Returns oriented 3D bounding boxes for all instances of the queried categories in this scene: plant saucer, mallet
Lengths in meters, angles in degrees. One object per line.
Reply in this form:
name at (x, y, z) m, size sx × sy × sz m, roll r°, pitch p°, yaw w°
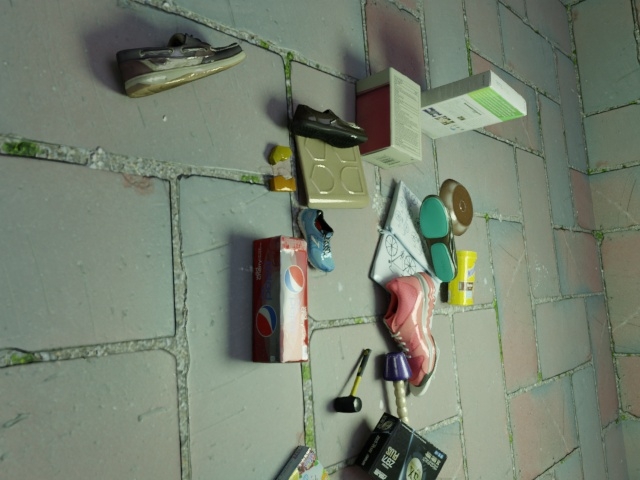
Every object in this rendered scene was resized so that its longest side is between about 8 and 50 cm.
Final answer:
plant saucer at (0.471, -0.115, 1.843) m, size 0.198 × 0.036 × 0.199 m, roll 11°, pitch 75°, yaw -46°
mallet at (0.084, 0.346, 1.341) m, size 0.039 × 0.062 × 0.190 m, roll 56°, pitch 32°, yaw -25°

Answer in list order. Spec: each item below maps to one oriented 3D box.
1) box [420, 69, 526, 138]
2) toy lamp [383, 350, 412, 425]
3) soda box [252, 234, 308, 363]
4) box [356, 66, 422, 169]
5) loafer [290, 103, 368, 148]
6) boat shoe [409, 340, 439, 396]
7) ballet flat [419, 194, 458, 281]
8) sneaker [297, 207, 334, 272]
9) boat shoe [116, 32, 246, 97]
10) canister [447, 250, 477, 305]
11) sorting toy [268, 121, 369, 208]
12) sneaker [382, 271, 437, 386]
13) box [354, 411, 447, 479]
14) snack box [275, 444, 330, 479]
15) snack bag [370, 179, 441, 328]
box at (0.415, -0.397, 1.626) m, size 0.232 × 0.322 × 0.059 m, roll 15°, pitch 75°, yaw -45°
toy lamp at (0.215, 0.433, 1.429) m, size 0.080 × 0.080 × 0.275 m, roll -9°, pitch 90°, yaw -48°
soda box at (-0.085, 0.126, 1.151) m, size 0.083 × 0.092 × 0.263 m, roll 10°, pitch 75°, yaw -45°
box at (0.191, -0.335, 1.515) m, size 0.148 × 0.126 × 0.232 m, roll 14°, pitch 72°, yaw -45°
loafer at (0.028, -0.282, 1.312) m, size 0.220 × 0.080 × 0.078 m, roll 9°, pitch 75°, yaw -39°
boat shoe at (0.304, 0.370, 1.554) m, size 0.063 × 0.066 × 0.184 m, roll 47°, pitch 42°, yaw -30°
ballet flat at (0.356, -0.014, 1.615) m, size 0.096 × 0.095 × 0.281 m, roll -42°, pitch 124°, yaw -55°
sneaker at (0.000, 0.000, 1.282) m, size 0.063 × 0.073 × 0.162 m, roll -30°, pitch 105°, yaw -46°
boat shoe at (-0.262, -0.355, 1.050) m, size 0.285 × 0.102 × 0.092 m, roll -34°, pitch 112°, yaw -39°
canister at (0.451, 0.119, 1.726) m, size 0.126 × 0.073 × 0.170 m, roll 7°, pitch 85°, yaw -60°
sorting toy at (-0.010, -0.190, 1.341) m, size 0.307 × 0.041 × 0.229 m, roll -3°, pitch 82°, yaw -41°
sneaker at (0.231, 0.244, 1.483) m, size 0.136 × 0.116 × 0.314 m, roll -2°, pitch 91°, yaw -19°
box at (0.199, 0.538, 1.330) m, size 0.180 × 0.077 × 0.147 m, roll 42°, pitch 72°, yaw -16°
snack box at (-0.048, 0.528, 1.154) m, size 0.141 × 0.037 × 0.100 m, roll -46°, pitch 117°, yaw -42°
snack bag at (0.279, 0.046, 1.604) m, size 0.323 × 0.037 × 0.343 m, roll 43°, pitch 54°, yaw -34°
